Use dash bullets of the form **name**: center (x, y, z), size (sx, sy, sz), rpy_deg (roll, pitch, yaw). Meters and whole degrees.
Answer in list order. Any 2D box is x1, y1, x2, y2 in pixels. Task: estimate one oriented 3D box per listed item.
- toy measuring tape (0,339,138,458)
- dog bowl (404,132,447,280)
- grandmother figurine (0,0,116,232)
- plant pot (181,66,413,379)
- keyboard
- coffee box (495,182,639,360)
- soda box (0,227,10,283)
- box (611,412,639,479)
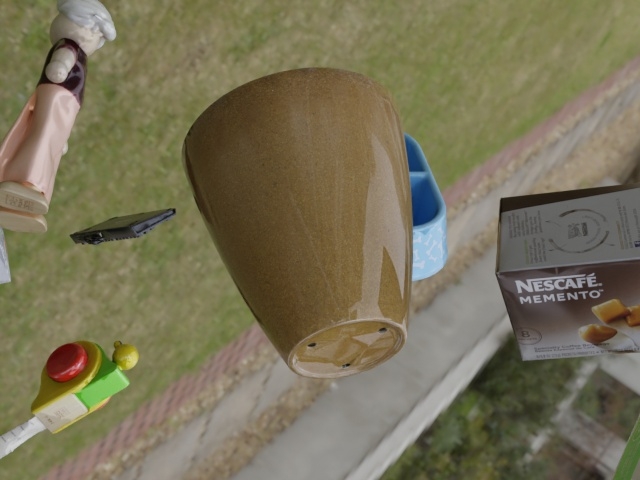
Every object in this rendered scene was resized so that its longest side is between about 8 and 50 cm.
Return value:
- **toy measuring tape**: center (-0.440, 0.250, 1.829), size (0.330, 0.121, 0.121), rpy_deg (-30, 163, 0)
- **dog bowl**: center (0.080, -0.062, 1.539), size (0.297, 0.166, 0.074), rpy_deg (-104, -161, -52)
- **grandmother figurine**: center (-0.356, -0.191, 1.531), size (0.208, 0.104, 0.342), rpy_deg (137, -31, -59)
- **plant pot**: center (0.000, 0.000, 1.143), size (0.237, 0.254, 0.237), rpy_deg (-12, 149, -7)
- **keyboard**: center (-0.283, -0.013, 1.570), size (0.108, 0.023, 0.180), rpy_deg (-25, -169, -36)
- **coffee box**: center (0.294, 0.025, 1.037), size (0.141, 0.246, 0.098), rpy_deg (67, 25, -44)
- **soda box**: center (-0.660, 0.036, 1.865), size (0.286, 0.098, 0.091), rpy_deg (-12, 134, -12)
- **box**: center (0.378, 0.293, 1.051), size (0.262, 0.231, 0.127), rpy_deg (-58, -179, -29)
